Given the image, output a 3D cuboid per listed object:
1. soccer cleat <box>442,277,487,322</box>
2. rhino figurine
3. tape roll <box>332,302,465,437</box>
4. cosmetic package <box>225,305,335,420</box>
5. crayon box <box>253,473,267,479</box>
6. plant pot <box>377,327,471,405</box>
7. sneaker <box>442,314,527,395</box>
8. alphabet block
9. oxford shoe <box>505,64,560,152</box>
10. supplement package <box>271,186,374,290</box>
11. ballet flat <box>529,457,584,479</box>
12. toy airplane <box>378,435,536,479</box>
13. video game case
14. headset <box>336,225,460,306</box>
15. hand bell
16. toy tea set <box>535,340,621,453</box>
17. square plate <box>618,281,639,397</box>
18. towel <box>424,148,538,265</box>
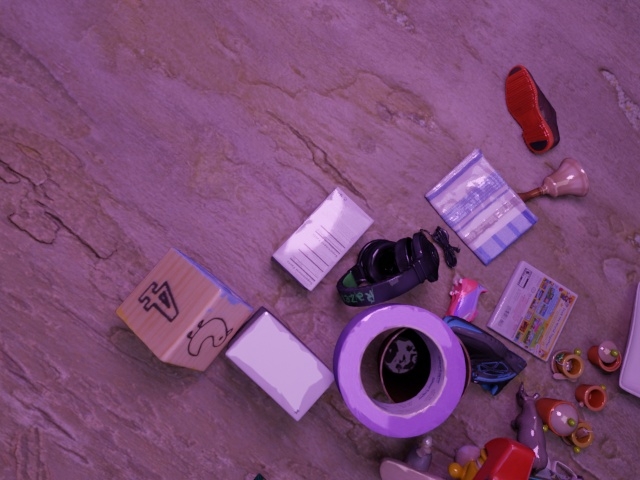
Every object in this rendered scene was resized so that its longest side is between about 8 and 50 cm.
[{"bbox_3d":[0.388,0.224,1.247,0.095,0.083,0.247,24,78,1],"label":"soccer cleat"},{"bbox_3d":[0.572,0.510,1.221,0.073,0.106,0.243,5,60,6],"label":"rhino figurine"},{"bbox_3d":[0.168,0.276,0.973,0.275,0.090,0.274,0,85,-5],"label":"tape roll"},{"bbox_3d":[-0.104,0.288,1.091,0.224,0.225,0.138,44,81,-4],"label":"cosmetic package"},{"bbox_3d":[-0.185,0.760,1.112,0.165,0.081,0.278,42,80,-3],"label":"crayon box"},{"bbox_3d":[0.234,0.310,1.137,0.216,0.230,0.215,0,84,-5],"label":"plant pot"},{"bbox_3d":[0.422,0.314,1.181,0.341,0.125,0.139,35,91,-29],"label":"sneaker"},{"bbox_3d":[-0.316,0.166,1.058,0.194,0.192,0.197,34,80,27],"label":"alphabet block"},{"bbox_3d":[0.645,-0.401,1.347,0.099,0.097,0.271,-22,93,-30],"label":"oxford shoe"},{"bbox_3d":[0.000,0.000,1.175,0.134,0.139,0.244,43,82,-3],"label":"supplement package"},{"bbox_3d":[0.657,0.664,1.266,0.222,0.077,0.079,24,64,-11],"label":"ballet flat"},{"bbox_3d":[0.392,0.667,1.145,0.385,0.272,0.385,-21,108,20],"label":"toy airplane"},{"bbox_3d":[0.628,0.208,1.316,0.207,0.026,0.226,32,80,-5],"label":"video game case"},{"bbox_3d":[0.223,0.077,1.170,0.394,0.244,0.185,-34,103,-34],"label":"headset"},{"bbox_3d":[0.642,-0.142,1.320,0.242,0.126,0.126,-22,89,1],"label":"hand bell"},{"bbox_3d":[0.752,0.432,1.266,0.200,0.124,0.335,25,82,-6],"label":"toy tea set"},{"bbox_3d":[1.056,0.349,1.330,0.344,0.049,0.347,27,69,-2],"label":"square plate"},{"bbox_3d":[0.466,-0.097,1.289,0.209,0.034,0.285,-41,92,4],"label":"towel"}]
